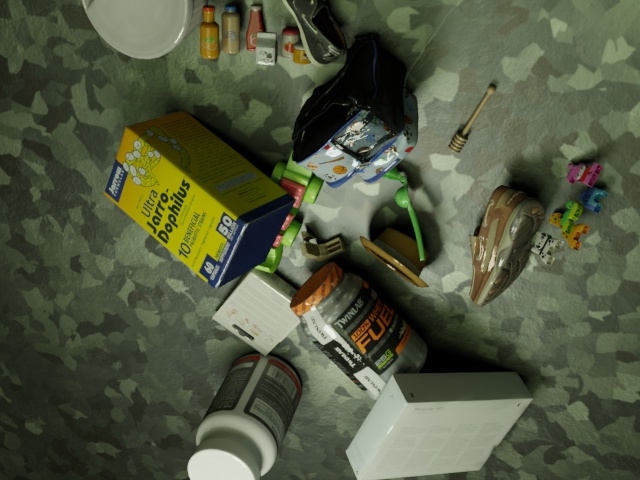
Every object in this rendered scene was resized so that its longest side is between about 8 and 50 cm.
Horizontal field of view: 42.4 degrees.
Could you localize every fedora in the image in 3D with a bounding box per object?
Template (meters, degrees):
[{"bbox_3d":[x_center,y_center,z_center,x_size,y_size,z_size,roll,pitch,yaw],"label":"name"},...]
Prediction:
[{"bbox_3d":[0.182,0.028,1.880,0.194,0.194,0.079,37,87,-6],"label":"fedora"}]

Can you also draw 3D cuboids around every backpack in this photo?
[{"bbox_3d":[0.066,-0.242,1.693,0.263,0.277,0.213,-32,119,32],"label":"backpack"}]

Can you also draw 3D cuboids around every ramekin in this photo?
[{"bbox_3d":[-0.352,-0.521,1.693,0.272,0.127,0.273,12,119,22],"label":"ramekin"}]

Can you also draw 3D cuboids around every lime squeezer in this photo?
[{"bbox_3d":[0.153,-0.101,1.815,0.310,0.110,0.059,45,163,4],"label":"lime squeezer"}]

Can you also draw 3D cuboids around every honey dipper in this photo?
[{"bbox_3d":[0.319,-0.256,1.729,0.030,0.030,0.161,28,121,-1],"label":"honey dipper"}]

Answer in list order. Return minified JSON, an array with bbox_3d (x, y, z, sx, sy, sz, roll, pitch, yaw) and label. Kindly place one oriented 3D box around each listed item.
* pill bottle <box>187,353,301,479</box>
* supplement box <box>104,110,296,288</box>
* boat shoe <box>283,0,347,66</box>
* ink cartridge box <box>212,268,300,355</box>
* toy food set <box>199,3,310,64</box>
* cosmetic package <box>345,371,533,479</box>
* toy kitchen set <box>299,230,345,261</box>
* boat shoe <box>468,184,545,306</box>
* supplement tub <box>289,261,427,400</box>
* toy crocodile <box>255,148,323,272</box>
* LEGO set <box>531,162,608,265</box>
[{"bbox_3d":[-0.191,0.470,2.093,0.210,0.363,0.210,7,120,13],"label":"pill bottle"},{"bbox_3d":[-0.271,-0.097,1.834,0.356,0.195,0.194,38,124,15],"label":"supplement box"},{"bbox_3d":[-0.016,-0.469,1.652,0.079,0.084,0.233,-15,102,52],"label":"boat shoe"},{"bbox_3d":[-0.149,0.177,2.107,0.181,0.056,0.225,37,132,-6],"label":"ink cartridge box"},{"bbox_3d":[-0.128,-0.433,1.709,0.232,0.111,0.105,5,119,5],"label":"toy food set"},{"bbox_3d":[0.285,0.443,1.984,0.377,0.097,0.285,5,130,-30],"label":"cosmetic package"},{"bbox_3d":[0.000,0.000,1.948,0.075,0.083,0.068,-24,68,26],"label":"toy kitchen set"},{"bbox_3d":[0.390,0.011,1.824,0.116,0.123,0.325,43,138,30],"label":"boat shoe"},{"bbox_3d":[0.087,0.213,1.967,0.316,0.194,0.193,44,121,-11],"label":"supplement tub"},{"bbox_3d":[-0.083,-0.076,1.903,0.115,0.105,0.341,26,122,0],"label":"toy crocodile"},{"bbox_3d":[0.521,-0.058,1.748,0.087,0.093,0.227,21,99,-37],"label":"LEGO set"}]
